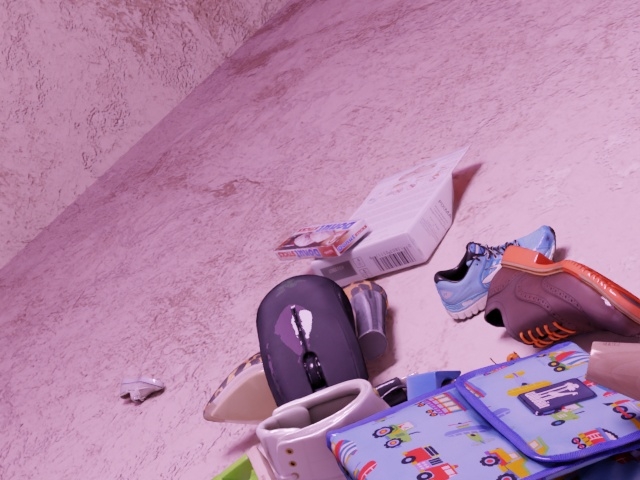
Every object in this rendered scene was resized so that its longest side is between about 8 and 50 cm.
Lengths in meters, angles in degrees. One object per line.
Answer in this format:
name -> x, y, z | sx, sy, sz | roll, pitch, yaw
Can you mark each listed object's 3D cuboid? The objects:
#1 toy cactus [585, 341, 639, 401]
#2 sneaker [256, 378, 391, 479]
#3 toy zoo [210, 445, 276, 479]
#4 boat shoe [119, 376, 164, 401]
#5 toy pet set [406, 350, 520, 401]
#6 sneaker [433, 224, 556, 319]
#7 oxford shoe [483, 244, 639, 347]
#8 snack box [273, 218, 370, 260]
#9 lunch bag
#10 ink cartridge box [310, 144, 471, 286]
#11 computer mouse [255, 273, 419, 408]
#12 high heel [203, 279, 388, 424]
toy cactus -> 0.316, 0.113, 1.167 | 0.180, 0.112, 0.219 | 12, 25, 11
sneaker -> -0.035, 0.255, 1.422 | 0.292, 0.169, 0.108 | -36, 21, 7
toy zoo -> -0.165, 0.369, 1.592 | 0.293, 0.030, 0.192 | -38, 20, -2
boat shoe -> -0.271, 0.227, 2.102 | 0.100, 0.035, 0.035 | -9, 61, 47
toy pet set -> 0.154, 0.153, 1.478 | 0.114, 0.065, 0.122 | -17, 27, 45
sneaker -> 0.206, 0.028, 1.657 | 0.162, 0.073, 0.063 | -33, 20, 12
oxford shoe -> 0.258, 0.077, 1.468 | 0.098, 0.097, 0.271 | -60, 18, -4
snack box -> 0.000, 0.000, 1.993 | 0.064, 0.022, 0.178 | -40, 16, -25
lunch bag -> 0.187, 0.200, 1.274 | 0.293, 0.138, 0.221 | -27, 19, -11
ink cartridge box -> 0.115, -0.032, 1.996 | 0.189, 0.066, 0.232 | -19, 18, 42
computer mouse -> -0.004, 0.125, 1.632 | 0.188, 0.072, 0.272 | -26, 44, 2
high heel -> -0.028, 0.142, 1.785 | 0.261, 0.093, 0.186 | -26, 19, 10
